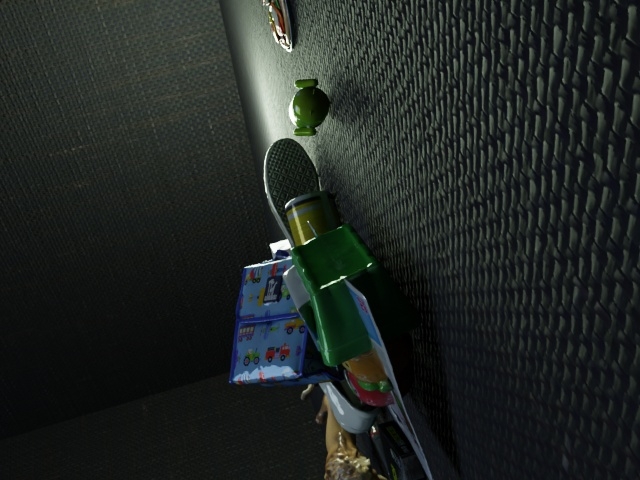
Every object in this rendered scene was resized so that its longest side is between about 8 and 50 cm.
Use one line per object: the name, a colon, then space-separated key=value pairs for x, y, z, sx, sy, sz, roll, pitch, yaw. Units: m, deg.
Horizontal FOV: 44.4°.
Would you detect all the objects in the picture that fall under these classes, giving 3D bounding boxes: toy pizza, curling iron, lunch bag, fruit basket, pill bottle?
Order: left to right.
toy pizza: x=-0.093 y=-0.475 z=1.565 sx=0.201 sy=0.032 sz=0.201 roll=165 pitch=90 yaw=-83
lunch bag: x=-0.074 y=0.162 z=1.701 sx=0.221 sy=0.138 sz=0.293 roll=-15 pitch=69 yaw=40
pill bottle: x=0.000 y=0.000 z=1.583 sx=0.103 sy=0.103 sz=0.184 roll=109 pitch=145 yaw=-77
fruit basket: x=0.066 y=0.170 z=1.231 sx=0.327 sy=0.165 sz=0.353 roll=-122 pitch=14 yaw=-65
curling iron: x=0.137 y=0.460 z=1.785 sx=0.274 sy=0.035 sz=0.068 roll=-126 pitch=18 yaw=-72

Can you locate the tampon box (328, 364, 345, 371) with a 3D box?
tampon box: x=0.051 y=0.166 z=1.548 sx=0.120 sy=0.101 sz=0.161 roll=135 pitch=120 yaw=-81

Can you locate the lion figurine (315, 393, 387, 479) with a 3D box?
lion figurine: x=0.057 y=0.506 z=2.090 sx=0.240 sy=0.142 sz=0.392 roll=96 pitch=160 yaw=-62

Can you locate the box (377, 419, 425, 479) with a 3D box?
box: x=0.169 y=0.470 z=1.529 sx=0.184 sy=0.045 sz=0.191 roll=-154 pitch=50 yaw=-77

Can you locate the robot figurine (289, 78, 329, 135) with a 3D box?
robot figurine: x=-0.020 y=-0.233 z=1.383 sx=0.115 sy=0.067 sz=0.101 roll=171 pitch=103 yaw=-83

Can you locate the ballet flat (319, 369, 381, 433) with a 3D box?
ballet flat: x=0.020 y=0.242 z=1.769 sx=0.400 sy=0.139 sz=0.139 roll=58 pitch=169 yaw=13

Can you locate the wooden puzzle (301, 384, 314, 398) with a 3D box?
wooden puzzle: x=-0.007 y=0.336 z=2.254 sx=0.221 sy=0.044 sz=0.239 roll=102 pitch=-178 yaw=-74

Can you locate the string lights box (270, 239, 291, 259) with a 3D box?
string lights box: x=-0.027 y=0.122 z=1.921 sx=0.077 sy=0.133 sz=0.260 roll=-128 pitch=24 yaw=-70

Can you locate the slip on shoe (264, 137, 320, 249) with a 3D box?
slip on shoe: x=-0.046 y=-0.068 z=1.769 sx=0.101 sy=0.123 sz=0.331 roll=-123 pitch=14 yaw=-79
